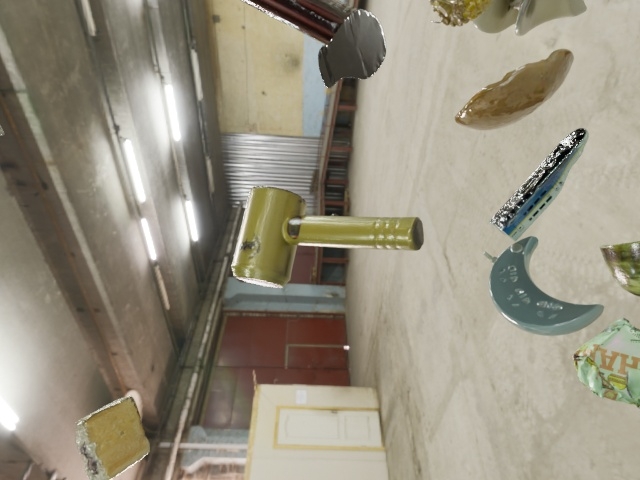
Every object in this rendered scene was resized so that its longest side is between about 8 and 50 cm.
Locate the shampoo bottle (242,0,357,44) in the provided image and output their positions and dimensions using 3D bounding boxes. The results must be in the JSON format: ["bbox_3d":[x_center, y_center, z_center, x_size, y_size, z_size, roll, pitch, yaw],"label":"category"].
[{"bbox_3d":[-0.077,-0.468,0.791,0.084,0.323,0.129,-63,2,36],"label":"shampoo bottle"}]

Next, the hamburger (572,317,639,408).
[{"bbox_3d":[0.825,0.354,1.113,0.235,0.214,0.125,48,179,17],"label":"hamburger"}]

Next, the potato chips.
[{"bbox_3d":[0.339,-0.244,0.719,0.208,0.195,0.062,-25,84,45],"label":"potato chips"}]

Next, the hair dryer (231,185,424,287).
[{"bbox_3d":[0.000,0.000,0.554,0.090,0.278,0.135,30,-112,-51],"label":"hair dryer"}]

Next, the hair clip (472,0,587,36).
[{"bbox_3d":[0.494,-0.563,0.952,0.113,0.282,0.172,49,169,34],"label":"hair clip"}]

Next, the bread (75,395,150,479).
[{"bbox_3d":[-0.382,0.363,0.752,0.106,0.082,0.125,-17,-94,-60],"label":"bread"}]

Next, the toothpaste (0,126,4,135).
[{"bbox_3d":[-0.418,-0.210,0.448,0.218,0.033,0.052,55,177,4],"label":"toothpaste"}]

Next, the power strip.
[{"bbox_3d":[0.367,0.078,0.729,0.044,0.137,0.216,45,-165,-39],"label":"power strip"}]

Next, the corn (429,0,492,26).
[{"bbox_3d":[0.324,-0.521,0.745,0.305,0.106,0.106,-48,2,0],"label":"corn"}]

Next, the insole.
[{"bbox_3d":[0.038,-0.274,0.606,0.253,0.005,0.086,-146,38,-68],"label":"insole"}]

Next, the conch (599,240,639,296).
[{"bbox_3d":[0.614,0.032,0.726,0.187,0.181,0.124,14,-127,-63],"label":"conch"}]

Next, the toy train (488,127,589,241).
[{"bbox_3d":[0.426,-0.106,0.784,0.234,0.051,0.052,-51,21,11],"label":"toy train"}]
